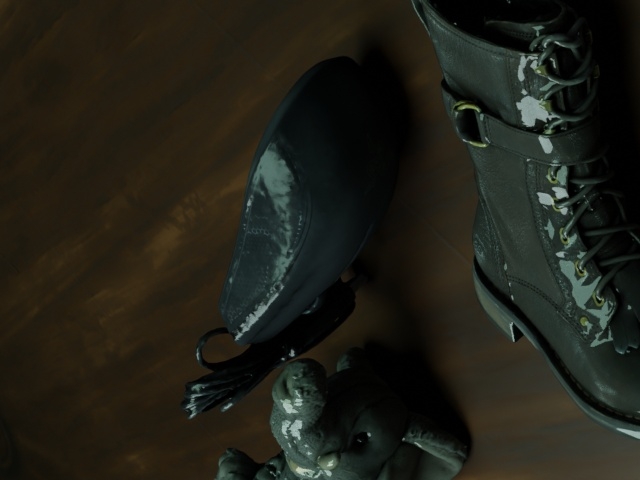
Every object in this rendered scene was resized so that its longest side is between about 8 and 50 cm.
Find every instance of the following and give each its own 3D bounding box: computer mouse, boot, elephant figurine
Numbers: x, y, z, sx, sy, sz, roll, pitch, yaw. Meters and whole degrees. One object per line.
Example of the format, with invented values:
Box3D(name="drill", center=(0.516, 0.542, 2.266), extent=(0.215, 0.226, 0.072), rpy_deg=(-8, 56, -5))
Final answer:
Box3D(name="computer mouse", center=(0.000, 0.000, 1.328), extent=(0.072, 0.188, 0.272), rpy_deg=(32, 134, 19))
Box3D(name="boot", center=(0.143, -0.024, 1.094), extent=(0.263, 0.091, 0.229), rpy_deg=(33, 146, 45))
Box3D(name="elephant figurine", center=(0.023, 0.159, 1.471), extent=(0.169, 0.186, 0.239), rpy_deg=(23, 123, -5))
